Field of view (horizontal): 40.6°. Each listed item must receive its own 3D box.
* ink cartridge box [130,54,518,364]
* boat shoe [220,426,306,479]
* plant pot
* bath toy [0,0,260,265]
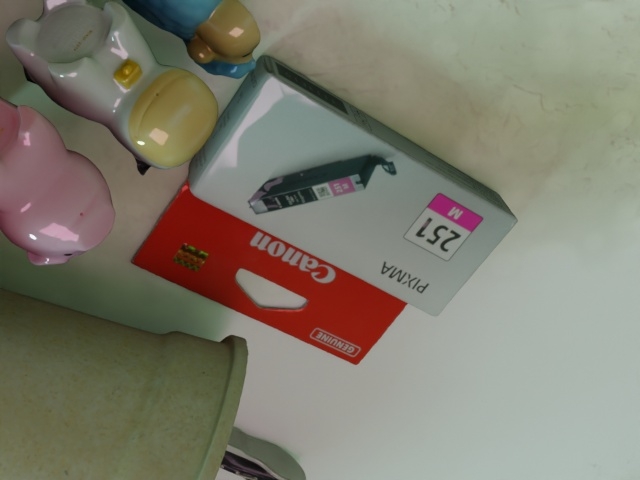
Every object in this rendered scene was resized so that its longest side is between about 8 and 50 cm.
[{"bbox_3d":[0.000,0.000,0.795,0.275,0.060,0.239,27,112,-23],"label":"ink cartridge box"},{"bbox_3d":[-0.074,0.241,0.936,0.125,0.046,0.038,30,112,-21],"label":"boat shoe"},{"bbox_3d":[-0.271,0.174,0.730,0.306,0.333,0.333,26,114,-10],"label":"plant pot"},{"bbox_3d":[-0.190,-0.051,0.612,0.348,0.151,0.129,-50,160,-17],"label":"bath toy"}]
